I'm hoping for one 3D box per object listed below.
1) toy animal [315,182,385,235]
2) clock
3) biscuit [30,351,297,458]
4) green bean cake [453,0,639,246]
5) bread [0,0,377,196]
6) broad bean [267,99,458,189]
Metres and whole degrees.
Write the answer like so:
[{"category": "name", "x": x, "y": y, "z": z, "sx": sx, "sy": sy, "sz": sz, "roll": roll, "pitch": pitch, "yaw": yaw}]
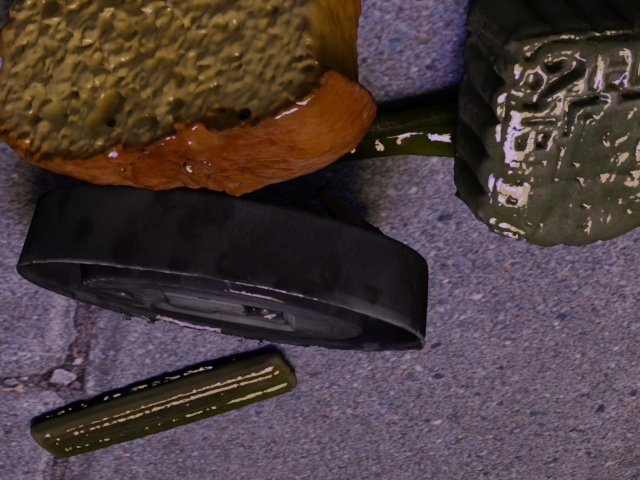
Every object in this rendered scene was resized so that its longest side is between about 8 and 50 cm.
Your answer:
[{"category": "toy animal", "x": -0.008, "y": -0.014, "z": 1.591, "sx": 0.220, "sy": 0.086, "sz": 0.069, "roll": 13, "pitch": 134, "yaw": -39}, {"category": "clock", "x": -0.085, "y": 0.031, "z": 1.487, "sx": 0.386, "sy": 0.076, "sz": 0.386, "roll": 9, "pitch": 169, "yaw": 2}, {"category": "biscuit", "x": -0.187, "y": 0.198, "z": 1.893, "sx": 0.323, "sy": 0.038, "sz": 0.099, "roll": -17, "pitch": 150, "yaw": 6}, {"category": "green bean cake", "x": 0.236, "y": -0.113, "z": 1.441, "sx": 0.223, "sy": 0.125, "sz": 0.227, "roll": -8, "pitch": 126, "yaw": -15}, {"category": "bread", "x": -0.085, "y": -0.136, "z": 1.247, "sx": 0.340, "sy": 0.194, "sz": 0.179, "roll": -8, "pitch": 169, "yaw": 37}, {"category": "broad bean", "x": 0.096, "y": -0.099, "z": 1.537, "sx": 0.318, "sy": 0.056, "sz": 0.098, "roll": -8, "pitch": 169, "yaw": 6}]
